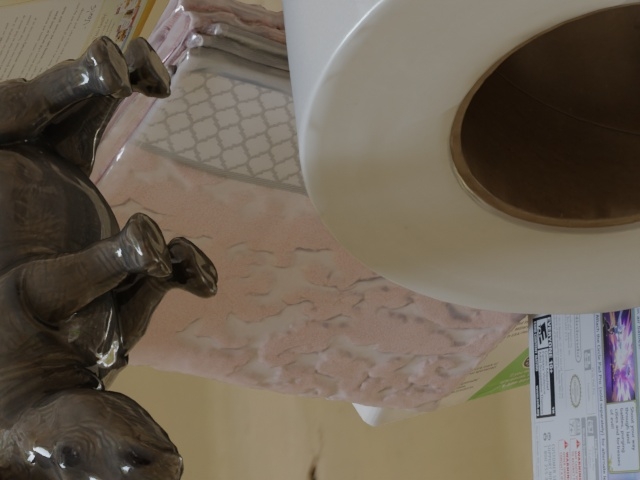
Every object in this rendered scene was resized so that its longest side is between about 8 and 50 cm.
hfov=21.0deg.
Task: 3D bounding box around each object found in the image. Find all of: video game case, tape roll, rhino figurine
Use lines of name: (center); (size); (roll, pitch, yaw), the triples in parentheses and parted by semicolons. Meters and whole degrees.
video game case: (0.204, 0.150, 1.032); (0.061, 0.244, 0.270); (2, -99, -17)
tape roll: (0.105, -0.106, 0.679); (0.246, 0.246, 0.169); (3, -128, -13)
rhino figurine: (-0.097, 0.025, 0.648); (0.106, 0.073, 0.243); (-27, -129, 15)

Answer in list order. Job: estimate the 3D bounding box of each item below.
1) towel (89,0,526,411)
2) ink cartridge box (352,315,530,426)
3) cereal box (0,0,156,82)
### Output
towel: (0.000, 0.000, 1.062); (0.331, 0.317, 0.053); (13, -130, -25)
ink cartridge box: (0.130, -0.006, 1.278); (0.198, 0.273, 0.115); (-10, -129, -35)
cereal box: (-0.212, -0.176, 1.256); (0.240, 0.173, 0.047); (-21, -118, -47)
